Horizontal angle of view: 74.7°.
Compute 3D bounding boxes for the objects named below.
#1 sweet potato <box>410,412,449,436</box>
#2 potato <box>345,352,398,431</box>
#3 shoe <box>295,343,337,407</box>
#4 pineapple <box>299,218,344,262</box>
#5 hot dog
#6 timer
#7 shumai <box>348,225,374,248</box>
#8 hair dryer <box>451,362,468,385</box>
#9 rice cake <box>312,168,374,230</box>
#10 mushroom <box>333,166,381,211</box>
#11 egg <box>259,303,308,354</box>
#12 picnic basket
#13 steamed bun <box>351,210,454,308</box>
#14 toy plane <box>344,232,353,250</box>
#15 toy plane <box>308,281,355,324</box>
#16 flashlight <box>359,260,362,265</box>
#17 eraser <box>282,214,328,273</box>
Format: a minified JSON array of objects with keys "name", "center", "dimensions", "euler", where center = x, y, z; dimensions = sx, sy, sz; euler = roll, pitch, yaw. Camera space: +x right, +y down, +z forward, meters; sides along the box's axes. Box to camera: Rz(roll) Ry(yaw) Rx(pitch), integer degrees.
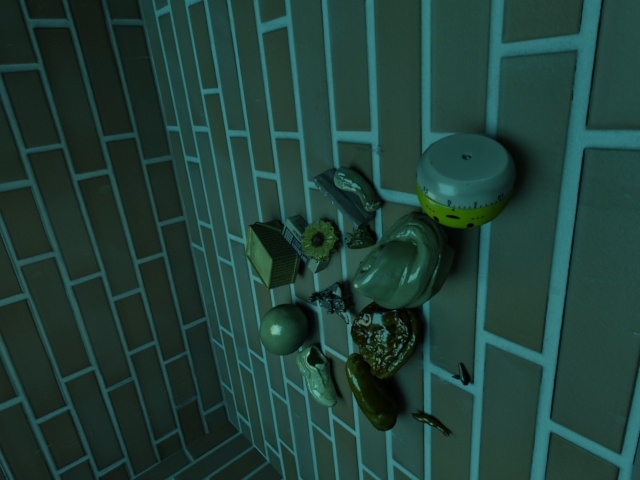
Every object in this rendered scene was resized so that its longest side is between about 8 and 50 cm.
[{"name":"sweet potato","center":[0.452,0.747,1.723],"dimensions":[0.179,0.044,0.044],"euler":[12,117,42]},{"name":"potato","center":[0.225,0.659,1.830],"dimensions":[0.176,0.195,0.369],"euler":[-19,106,50]},{"name":"shoe","center":[-0.006,0.710,2.222],"dimensions":[0.342,0.132,0.210],"euler":[57,145,22]},{"name":"pineapple","center":[0.000,0.000,1.859],"dimensions":[0.221,0.047,0.221],"euler":[-5,79,29]},{"name":"hot dog","center":[0.256,0.396,1.688],"dimensions":[0.267,0.174,0.387],"euler":[52,142,25]},{"name":"timer","center":[0.400,-0.134,1.188],"dimensions":[0.285,0.285,0.285],"euler":[28,127,43]},{"name":"shumai","center":[0.159,-0.015,1.691],"dimensions":[0.124,0.099,0.087],"euler":[-24,71,52]},{"name":"hair dryer","center":[0.506,0.492,1.542],"dimensions":[0.083,0.031,0.079],"euler":[-32,70,62]},{"name":"rice cake","center":[0.094,-0.170,1.675],"dimensions":[0.298,0.106,0.050],"euler":[50,157,24]},{"name":"mushroom","center":[0.148,-0.197,1.612],"dimensions":[0.223,0.092,0.081],"euler":[44,174,19]},{"name":"egg","center":[-0.197,0.479,2.251],"dimensions":[0.258,0.259,0.352],"euler":[51,145,23]},{"name":"picnic basket","center":[-0.244,0.064,2.152],"dimensions":[0.313,0.175,0.228],"euler":[51,141,38]},{"name":"steamed bun","center":[0.291,0.084,1.381],"dimensions":[0.255,0.367,0.342],"euler":[42,102,-1]},{"name":"toy plane","center":[0.124,0.000,1.781],"dimensions":[0.083,0.033,0.080],"euler":[-41,59,52]},{"name":"toy plane","center":[0.025,0.281,1.992],"dimensions":[0.316,0.103,0.204],"euler":[-1,107,52]},{"name":"flashlight","center":[0.196,0.121,1.761],"dimensions":[0.083,0.018,0.018],"euler":[46,140,29]},{"name":"eraser","center":[-0.069,0.016,1.999],"dimensions":[0.279,0.081,0.124],"euler":[49,139,26]}]
